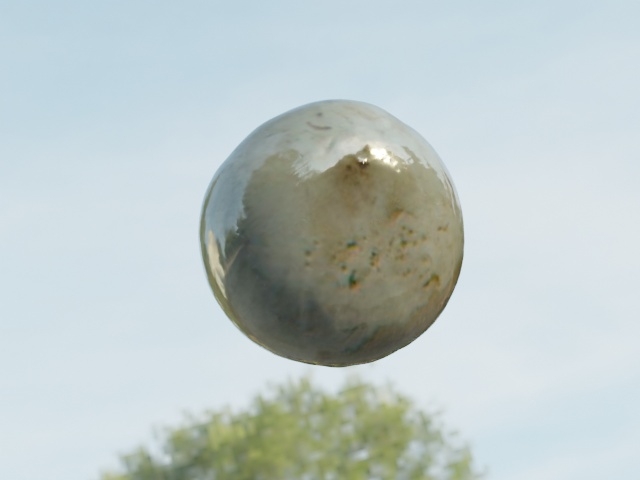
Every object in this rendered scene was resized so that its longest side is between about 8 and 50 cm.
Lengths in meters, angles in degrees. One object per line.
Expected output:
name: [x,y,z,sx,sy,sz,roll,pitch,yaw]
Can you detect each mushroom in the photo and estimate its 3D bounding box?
mushroom: [0.000,0.000,1.727,0.243,0.244,0.243,-14,-26,-7]
